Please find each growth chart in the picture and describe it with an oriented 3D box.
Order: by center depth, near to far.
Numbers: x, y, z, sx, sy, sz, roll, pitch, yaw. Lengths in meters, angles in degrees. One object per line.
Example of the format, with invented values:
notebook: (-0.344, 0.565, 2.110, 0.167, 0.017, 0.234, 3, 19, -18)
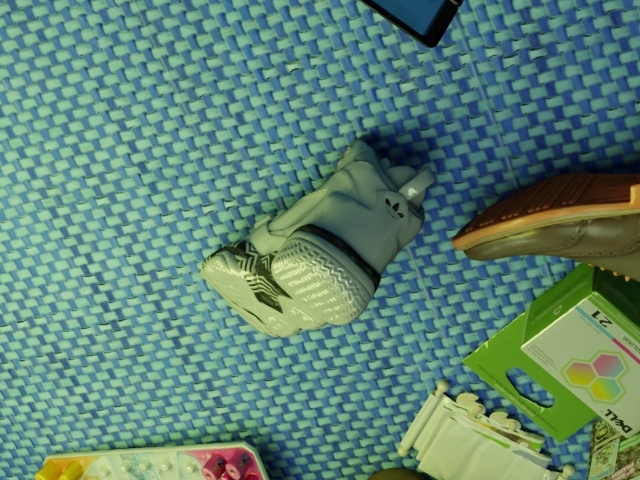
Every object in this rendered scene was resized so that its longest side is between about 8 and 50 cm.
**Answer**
growth chart: (0.225, 0.294, 1.857, 0.237, 0.021, 0.172, 33, 125, -6)

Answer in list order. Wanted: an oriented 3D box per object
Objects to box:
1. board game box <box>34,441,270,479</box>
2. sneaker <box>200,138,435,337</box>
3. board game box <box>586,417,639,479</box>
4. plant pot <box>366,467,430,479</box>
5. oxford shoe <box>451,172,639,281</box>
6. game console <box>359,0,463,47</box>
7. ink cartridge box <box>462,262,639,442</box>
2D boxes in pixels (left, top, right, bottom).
board game box: (-0.203, 0.483, 2.031, 0.389, 0.050, 0.390, -8, 112, 31)
sneaker: (0.000, 0.000, 1.667, 0.137, 0.210, 0.366, 48, 157, -16)
board game box: (0.448, 0.357, 1.667, 0.232, 0.291, 0.141, 44, 124, -14)
plant pot: (0.087, 0.433, 1.845, 0.237, 0.254, 0.237, 8, 125, 11)
oxford shoe: (0.312, -0.005, 1.536, 0.363, 0.130, 0.133, -11, 110, 40)
game console: (0.107, -0.290, 1.477, 0.122, 0.071, 0.107, 33, 126, -7)
ink cartridge box: (0.320, 0.163, 1.697, 0.188, 0.097, 0.255, 39, 124, -11)
